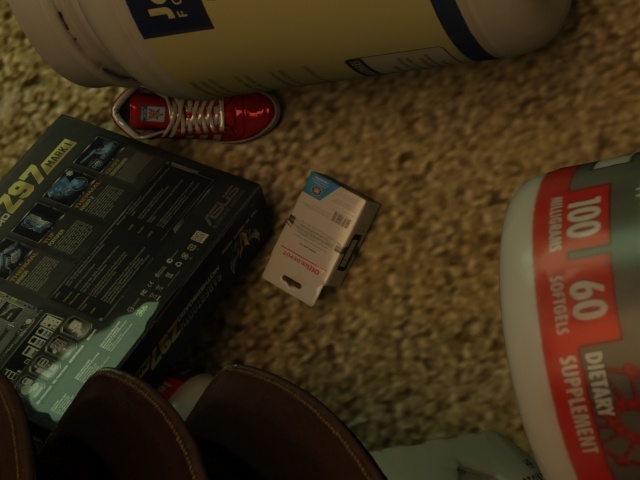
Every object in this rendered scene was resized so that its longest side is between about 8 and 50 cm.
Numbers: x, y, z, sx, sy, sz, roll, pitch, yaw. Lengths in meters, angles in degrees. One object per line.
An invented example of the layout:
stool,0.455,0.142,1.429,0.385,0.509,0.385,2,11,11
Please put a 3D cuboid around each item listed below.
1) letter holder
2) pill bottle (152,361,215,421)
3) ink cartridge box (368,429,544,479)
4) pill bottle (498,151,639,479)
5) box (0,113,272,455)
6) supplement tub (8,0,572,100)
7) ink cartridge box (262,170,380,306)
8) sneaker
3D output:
letter holder,-0.113,0.134,0.715,0.152,0.302,0.214,36,85,-18
pill bottle,-0.117,0.135,0.984,0.180,0.108,0.108,16,93,24
ink cartridge box,0.003,0.315,0.818,0.166,0.285,0.395,41,103,19
pill bottle,0.296,0.031,0.752,0.363,0.210,0.210,-12,81,23
box,-0.171,0.029,0.973,0.183,0.059,0.232,20,56,24
supplement tub,-0.019,-0.215,0.896,0.325,0.235,0.235,-5,84,23
ink cartridge box,0.000,0.000,0.984,0.048,0.028,0.083,30,98,23
sneaker,-0.093,-0.091,1.011,0.118,0.067,0.042,-2,89,24
